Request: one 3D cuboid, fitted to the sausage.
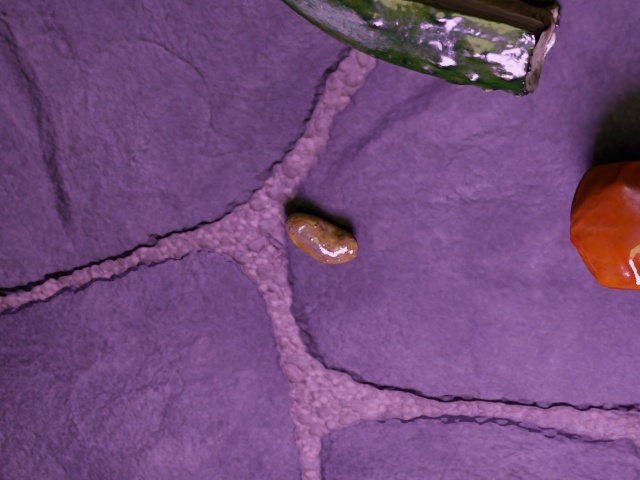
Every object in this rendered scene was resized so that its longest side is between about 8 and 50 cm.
[{"bbox_3d":[0.398,-0.012,2.044,0.268,0.153,0.141,4,88,11],"label":"sausage"}]

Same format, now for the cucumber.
[{"bbox_3d":[0.079,-0.231,2.003,0.325,0.145,0.105,19,115,6],"label":"cucumber"}]

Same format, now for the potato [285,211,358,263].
[{"bbox_3d":[0.000,0.000,2.203,0.092,0.045,0.046,25,86,-6],"label":"potato"}]
